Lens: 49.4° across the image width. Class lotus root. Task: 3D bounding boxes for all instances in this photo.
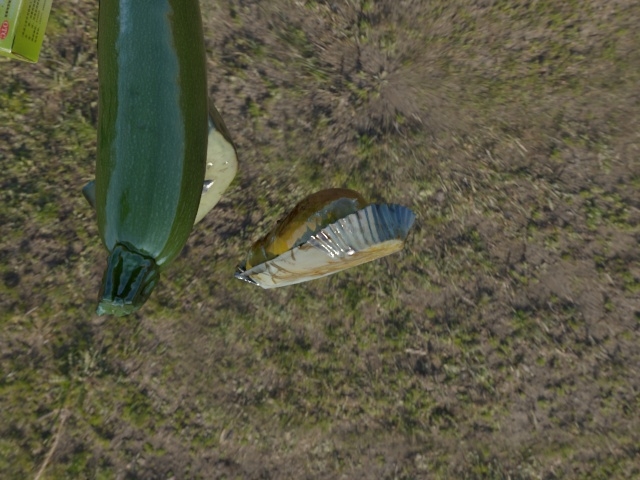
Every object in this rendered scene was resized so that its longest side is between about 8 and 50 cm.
[{"bbox_3d":[-0.204,-0.098,0.952,0.235,0.138,0.119,-46,61,18],"label":"lotus root"}]

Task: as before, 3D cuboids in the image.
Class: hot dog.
[{"bbox_3d":[0.000,0.000,0.842,0.162,0.270,0.082,-6,79,-32],"label":"hot dog"}]

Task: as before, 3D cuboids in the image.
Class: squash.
[{"bbox_3d":[-0.099,-0.080,0.415,0.066,0.066,0.252,-5,76,6],"label":"squash"}]

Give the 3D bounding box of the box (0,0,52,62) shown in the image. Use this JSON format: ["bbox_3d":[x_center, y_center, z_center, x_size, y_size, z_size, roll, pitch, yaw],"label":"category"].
[{"bbox_3d":[-0.420,-0.375,0.882,0.175,0.062,0.261,16,92,10],"label":"box"}]
